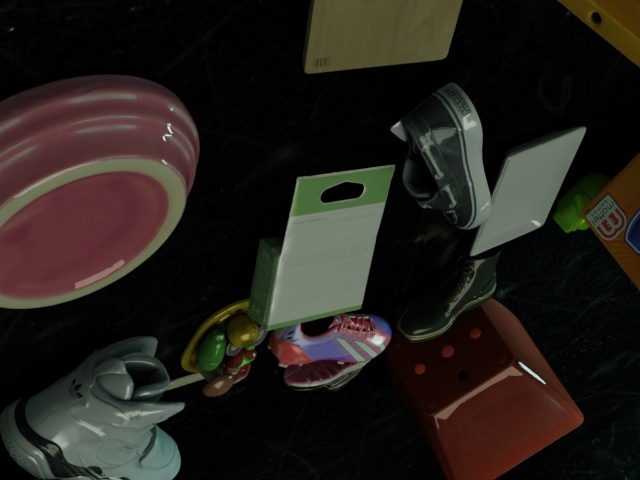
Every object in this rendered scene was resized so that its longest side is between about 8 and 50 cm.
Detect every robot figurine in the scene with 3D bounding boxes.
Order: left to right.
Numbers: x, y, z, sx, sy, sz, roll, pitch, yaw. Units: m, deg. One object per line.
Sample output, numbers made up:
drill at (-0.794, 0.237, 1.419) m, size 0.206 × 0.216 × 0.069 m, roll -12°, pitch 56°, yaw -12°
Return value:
robot figurine at (0.431, -0.064, 2.080) m, size 0.115 × 0.067 × 0.101 m, roll -48°, pitch 159°, yaw 29°

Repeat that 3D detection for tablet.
tablet at (0.132, -0.161, 1.655) m, size 0.083 × 0.006 × 0.054 m, roll -37°, pitch 154°, yaw 13°

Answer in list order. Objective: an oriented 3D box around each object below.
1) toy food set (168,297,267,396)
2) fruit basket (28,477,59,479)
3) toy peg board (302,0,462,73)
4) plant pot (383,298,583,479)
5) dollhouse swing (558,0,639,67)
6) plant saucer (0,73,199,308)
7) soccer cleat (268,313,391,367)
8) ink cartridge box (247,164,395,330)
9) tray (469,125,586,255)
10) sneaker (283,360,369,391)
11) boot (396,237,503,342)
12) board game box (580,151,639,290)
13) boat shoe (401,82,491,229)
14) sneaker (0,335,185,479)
toy food set at (-0.133, 0.174, 1.888) m, size 0.128 × 0.071 × 0.218 m, roll -10°, pitch 147°, yaw -37°
fruit basket at (-0.446, 0.439, 1.798) m, size 0.327 × 0.165 × 0.353 m, roll -16°, pitch 179°, yaw 7°
toy peg board at (0.060, -0.263, 1.340) m, size 0.161 × 0.079 × 0.161 m, roll -8°, pitch 148°, yaw -12°
plant pot at (0.259, 0.241, 2.249) m, size 0.267 × 0.267 × 0.235 m, roll -33°, pitch 141°, yaw 4°
dollhouse swing at (0.368, -0.321, 1.330) m, size 0.305 × 0.315 × 0.347 m, roll -36°, pitch 164°, yaw -44°
plant saucer at (-0.271, -0.033, 1.357) m, size 0.332 × 0.084 × 0.332 m, roll -25°, pitch 154°, yaw -13°
soccer cleat at (0.029, 0.142, 2.002) m, size 0.248 × 0.083 × 0.095 m, roll -3°, pitch 138°, yaw -40°
ink cartridge box at (0.000, 0.000, 1.745) m, size 0.171 × 0.056 × 0.235 m, roll -10°, pitch 123°, yaw -36°
tray at (0.308, -0.079, 1.963) m, size 0.145 × 0.030 × 0.270 m, roll -21°, pitch 153°, yaw -19°
sneaker at (0.007, 0.222, 2.133) m, size 0.170 × 0.063 × 0.074 m, roll -17°, pitch 145°, yaw -37°
boot at (0.211, 0.073, 2.096) m, size 0.198 × 0.077 × 0.137 m, roll -34°, pitch 153°, yaw -25°
board game box at (0.704, -0.030, 1.965) m, size 0.357 × 0.356 × 0.356 m, roll -2°, pitch 140°, yaw -48°
boat shoe at (0.156, -0.089, 1.685) m, size 0.102 × 0.108 × 0.301 m, roll -30°, pitch 155°, yaw -6°
sneaker at (-0.262, 0.255, 1.812) m, size 0.210 × 0.137 × 0.366 m, roll -36°, pitch 151°, yaw 15°
